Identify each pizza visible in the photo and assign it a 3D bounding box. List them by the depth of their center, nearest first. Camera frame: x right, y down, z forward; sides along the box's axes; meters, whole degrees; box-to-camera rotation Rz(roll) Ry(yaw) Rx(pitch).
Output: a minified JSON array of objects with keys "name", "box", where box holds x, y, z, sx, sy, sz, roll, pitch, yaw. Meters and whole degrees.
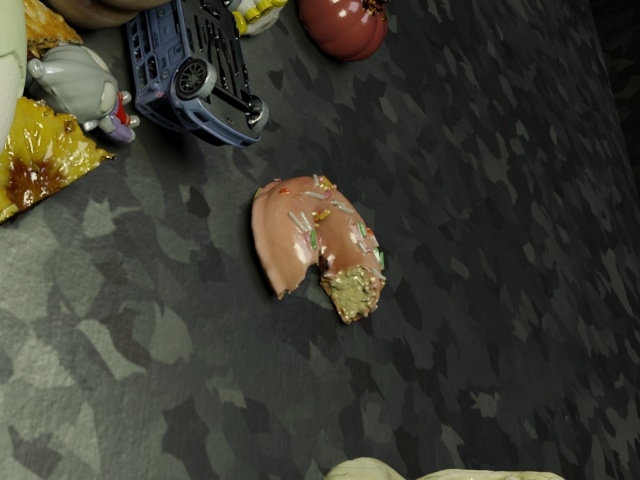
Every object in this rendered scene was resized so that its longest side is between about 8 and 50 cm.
[{"name":"pizza","box":[-0.335,-0.236,1.071,0.199,0.062,0.188,22,34,-58]}]

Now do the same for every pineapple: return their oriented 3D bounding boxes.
[{"name":"pineapple","box":[-0.314,-0.087,0.963,0.135,0.079,0.233,57,31,-4]}]

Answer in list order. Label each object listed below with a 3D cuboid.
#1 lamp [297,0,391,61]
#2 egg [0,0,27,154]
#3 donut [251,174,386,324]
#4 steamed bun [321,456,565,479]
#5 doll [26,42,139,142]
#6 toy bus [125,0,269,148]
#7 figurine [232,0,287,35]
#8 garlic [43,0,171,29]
[{"name":"lamp","box":[0.044,-0.391,1.673,0.182,0.140,0.182,41,32,-34]},{"name":"egg","box":[-0.361,-0.154,0.754,0.278,0.278,0.336,-16,84,-59]},{"name":"donut","box":[0.000,0.000,1.355,0.233,0.085,0.199,22,48,-49]},{"name":"steamed bun","box":[0.087,0.386,1.011,0.346,0.394,0.237,-143,-137,-72]},{"name":"doll","box":[-0.258,-0.161,1.082,0.227,0.075,0.102,27,40,-76]},{"name":"toy bus","box":[-0.167,-0.237,1.247,0.125,0.133,0.292,27,43,-51]},{"name":"figurine","box":[-0.130,-0.386,1.476,0.178,0.109,0.129,49,7,-19]},{"name":"garlic","box":[-0.217,-0.329,1.123,0.191,0.214,0.160,5,22,-35]}]
